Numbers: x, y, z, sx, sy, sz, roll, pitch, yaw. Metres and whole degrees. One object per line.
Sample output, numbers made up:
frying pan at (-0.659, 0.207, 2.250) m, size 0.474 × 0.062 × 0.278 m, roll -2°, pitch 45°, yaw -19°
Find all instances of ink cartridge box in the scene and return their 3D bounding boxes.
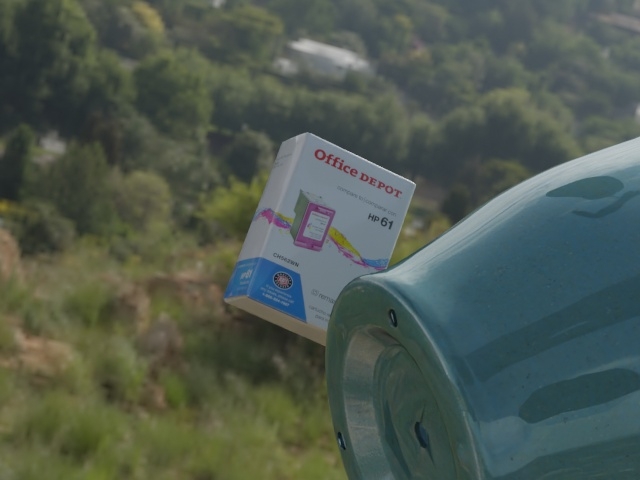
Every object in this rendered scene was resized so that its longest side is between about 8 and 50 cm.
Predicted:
ink cartridge box at (0.000, 0.000, 1.061) m, size 0.088 × 0.122 × 0.052 m, roll 24°, pitch -16°, yaw -18°

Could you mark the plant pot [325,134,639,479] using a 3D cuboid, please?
plant pot at (0.152, 0.080, 0.869) m, size 0.255 × 0.272 × 0.271 m, roll -14°, pitch 24°, yaw -23°
